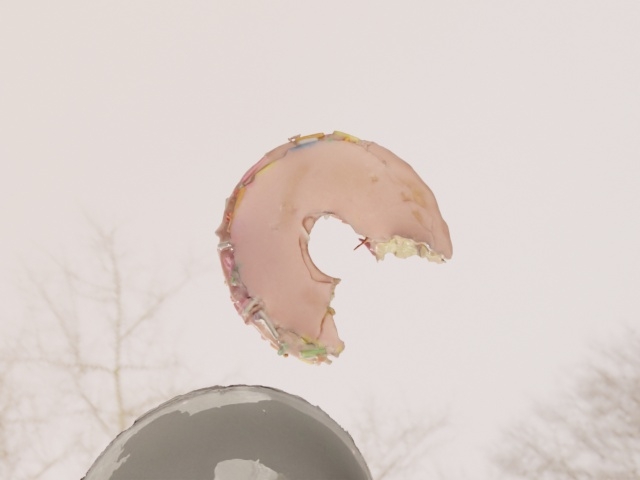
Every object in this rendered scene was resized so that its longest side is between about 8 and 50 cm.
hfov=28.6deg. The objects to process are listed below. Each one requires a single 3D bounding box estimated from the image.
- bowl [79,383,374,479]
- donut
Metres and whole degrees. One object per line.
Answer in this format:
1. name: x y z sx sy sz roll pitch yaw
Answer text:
1. bowl: -0.050 0.186 0.727 0.189 0.189 0.086 -40 -34 -14
2. donut: 0.000 0.000 1.229 0.233 0.199 0.085 -38 -5 -20
